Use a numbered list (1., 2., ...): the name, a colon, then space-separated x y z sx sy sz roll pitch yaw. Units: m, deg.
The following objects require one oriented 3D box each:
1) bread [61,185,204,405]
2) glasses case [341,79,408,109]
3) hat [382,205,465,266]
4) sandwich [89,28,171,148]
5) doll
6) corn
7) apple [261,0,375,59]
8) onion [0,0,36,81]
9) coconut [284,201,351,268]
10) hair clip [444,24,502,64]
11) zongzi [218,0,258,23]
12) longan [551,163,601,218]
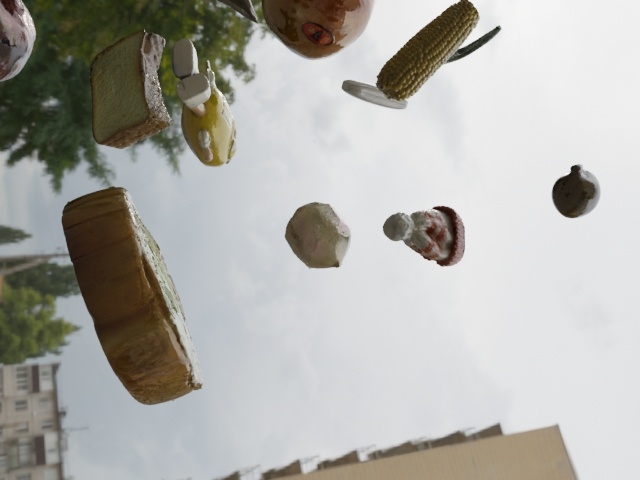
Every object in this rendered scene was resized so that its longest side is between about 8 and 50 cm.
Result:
1. bread: -0.185 0.055 0.697 0.236 0.070 0.236 158 -90 -80
2. glasses case: 0.141 -0.375 1.785 0.074 0.193 0.049 41 -64 53
3. hat: 0.178 -0.013 1.216 0.093 0.162 0.112 -11 -105 40
4. sandwich: -0.402 -0.312 1.454 0.186 0.065 0.215 -20 -109 30
5. doll: -0.354 -0.404 2.095 0.423 0.161 0.348 -13 98 -86
6. corn: 0.224 -0.395 1.443 0.260 0.091 0.091 -46 -124 -1
7. apple: -0.016 -0.699 2.059 0.305 0.338 0.339 -48 -129 51
8. onion: -0.719 -0.465 1.477 0.246 0.190 0.246 -20 90 -78
9. coconut: 0.000 0.000 1.212 0.124 0.110 0.110 60 -40 29
10. hair clip: 0.320 -0.442 1.610 0.066 0.229 0.036 -120 -173 -63
11. zongzi: -0.375 -0.575 1.396 0.432 0.403 0.208 65 -13 -7
12. longan: 0.529 -0.106 1.434 0.106 0.106 0.119 37 -37 54
